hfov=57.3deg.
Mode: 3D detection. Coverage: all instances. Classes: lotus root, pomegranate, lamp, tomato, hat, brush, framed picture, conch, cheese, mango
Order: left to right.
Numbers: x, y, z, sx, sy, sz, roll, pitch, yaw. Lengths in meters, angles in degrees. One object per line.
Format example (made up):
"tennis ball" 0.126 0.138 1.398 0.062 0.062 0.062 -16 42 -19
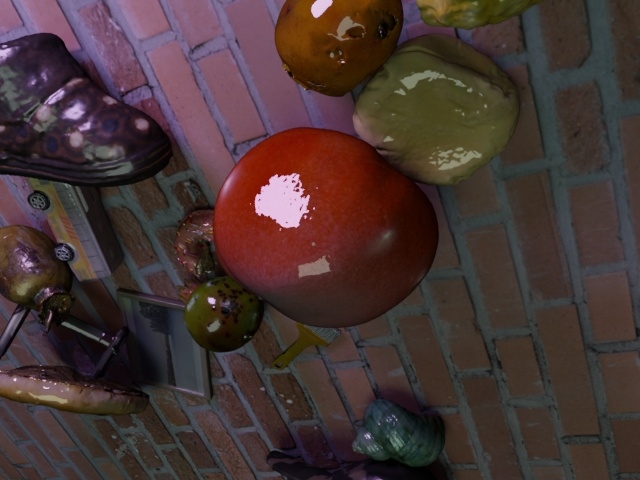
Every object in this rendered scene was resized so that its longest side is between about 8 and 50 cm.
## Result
"lotus root" -0.590 0.072 1.212 0.278 0.154 0.154 41 132 29
"lamp" -0.583 0.225 1.293 0.283 0.124 0.203 28 84 3
"framed picture" -0.359 0.247 1.364 0.213 0.016 0.289 11 124 11
"pomegranate" -0.206 0.135 1.174 0.205 0.159 0.159 27 130 30
"brush" -0.046 0.227 1.256 0.083 0.011 0.205 37 126 -9
"tomato" 0.000 0.000 0.907 0.342 0.272 0.341 28 157 13
"mango" 0.014 -0.280 0.786 0.151 0.249 0.155 12 92 -19
"hat" 0.083 0.559 1.374 0.382 0.257 0.366 32 154 40
"conch" 0.167 0.415 1.246 0.188 0.121 0.175 7 146 17
"cheese" 0.167 -0.180 0.861 0.226 0.117 0.214 29 132 -7

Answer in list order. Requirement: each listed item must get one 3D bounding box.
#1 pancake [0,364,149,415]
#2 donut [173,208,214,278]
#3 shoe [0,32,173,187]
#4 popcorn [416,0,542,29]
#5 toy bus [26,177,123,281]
"pancake" -0.575 0.337 1.326 0.387 0.082 0.387 12 168 3
"donut" -0.233 -0.001 1.133 0.117 0.065 0.166 35 124 -7
"shoe" -0.443 -0.227 0.990 0.384 0.171 0.237 7 121 13
"popcorn" 0.178 -0.369 0.658 0.250 0.225 0.249 -1 105 -4
"toy bus" -0.490 -0.046 1.173 0.106 0.092 0.268 -6 120 11
